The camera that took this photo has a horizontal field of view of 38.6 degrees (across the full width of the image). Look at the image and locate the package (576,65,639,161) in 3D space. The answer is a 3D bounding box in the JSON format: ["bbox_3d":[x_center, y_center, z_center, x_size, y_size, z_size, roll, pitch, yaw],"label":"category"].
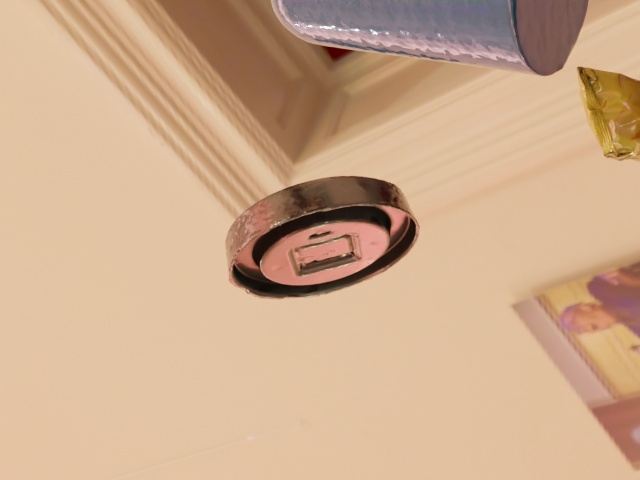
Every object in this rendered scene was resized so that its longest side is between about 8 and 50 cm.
[{"bbox_3d":[0.474,-0.177,1.366,0.226,0.090,0.168,0,-116,-38],"label":"package"}]

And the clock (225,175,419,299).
[{"bbox_3d":[0.000,0.000,1.303,0.281,0.281,0.055,21,-134,-50],"label":"clock"}]

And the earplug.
[{"bbox_3d":[0.071,-0.214,0.769,0.132,0.273,0.132,-19,-65,-48],"label":"earplug"}]
